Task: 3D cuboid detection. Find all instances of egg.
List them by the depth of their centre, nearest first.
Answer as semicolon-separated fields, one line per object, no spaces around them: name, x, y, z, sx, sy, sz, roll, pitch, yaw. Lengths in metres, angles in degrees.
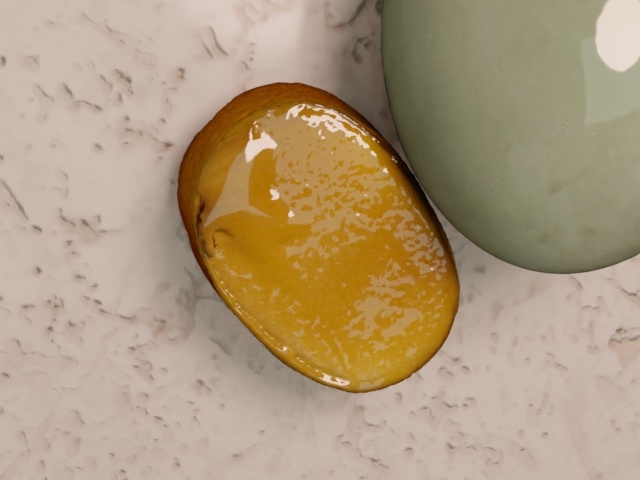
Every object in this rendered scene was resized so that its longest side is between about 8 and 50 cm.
egg;0.184;-0.167;0.681;0.276;0.276;0.388;8;79;-15

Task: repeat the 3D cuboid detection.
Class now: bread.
bread;0.000;0.000;0.743;0.195;0.142;0.269;-37;105;-1
